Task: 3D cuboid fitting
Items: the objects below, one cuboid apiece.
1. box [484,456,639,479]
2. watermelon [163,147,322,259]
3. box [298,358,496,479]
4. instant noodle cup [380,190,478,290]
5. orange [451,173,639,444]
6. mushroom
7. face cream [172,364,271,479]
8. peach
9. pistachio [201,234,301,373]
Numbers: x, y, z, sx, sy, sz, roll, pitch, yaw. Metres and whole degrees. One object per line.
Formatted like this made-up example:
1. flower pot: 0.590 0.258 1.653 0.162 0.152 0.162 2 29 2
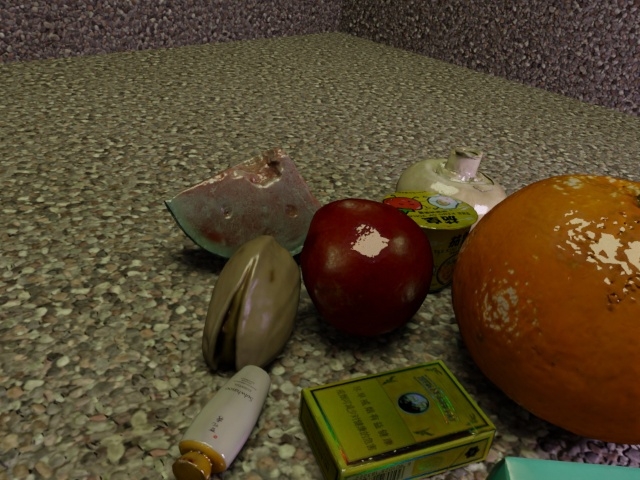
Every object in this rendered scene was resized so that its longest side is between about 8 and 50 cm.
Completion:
1. box: 0.262 0.356 0.486 0.205 0.118 0.311 4 42 0
2. watermelon: -0.144 -0.073 1.118 0.319 0.226 0.148 7 1 -21
3. box: 0.097 0.241 0.757 0.220 0.064 0.141 -5 31 -21
4. instant noodle cup: 0.197 0.002 1.102 0.182 0.144 0.182 4 27 -2
5. orange: 0.404 0.075 0.838 0.424 0.326 0.423 4 32 -2
6. mushroom: 0.292 -0.109 1.261 0.246 0.202 0.246 16 26 -8
7. face cream: -0.122 0.233 0.739 0.072 0.051 0.182 19 33 13
8. peach: 0.072 0.037 0.939 0.243 0.200 0.243 32 40 -32
9. pistachio: -0.105 0.097 0.895 0.138 0.153 0.237 5 59 17
